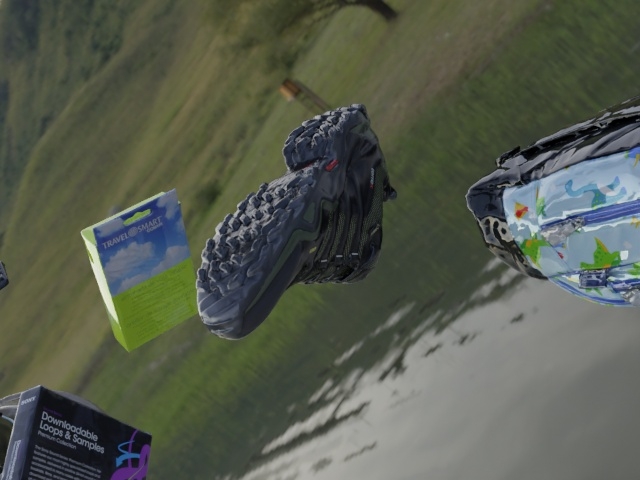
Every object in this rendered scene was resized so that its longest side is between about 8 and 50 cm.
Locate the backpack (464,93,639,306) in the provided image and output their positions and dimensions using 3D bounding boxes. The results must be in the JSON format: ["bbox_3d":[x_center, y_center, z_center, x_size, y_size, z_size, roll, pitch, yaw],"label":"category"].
[{"bbox_3d":[0.375,-0.055,0.907,0.290,0.273,0.355,-19,-12,-32],"label":"backpack"}]

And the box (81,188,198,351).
[{"bbox_3d":[-0.199,0.029,1.014,0.109,0.042,0.178,-30,-47,-28],"label":"box"}]

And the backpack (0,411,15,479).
[{"bbox_3d":[-0.431,0.261,0.950,0.253,0.225,0.191,-139,61,-75],"label":"backpack"}]

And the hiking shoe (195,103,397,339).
[{"bbox_3d":[0.000,0.000,0.653,0.086,0.114,0.227,-11,35,43],"label":"hiking shoe"}]

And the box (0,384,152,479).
[{"bbox_3d":[-0.181,0.201,0.652,0.029,0.116,0.162,-19,50,31],"label":"box"}]

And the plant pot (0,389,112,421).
[{"bbox_3d":[-0.446,0.371,1.374,0.323,0.323,0.280,-55,-4,-21],"label":"plant pot"}]

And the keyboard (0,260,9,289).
[{"bbox_3d":[-0.586,0.095,1.425,0.192,0.038,0.100,-37,34,-7],"label":"keyboard"}]
